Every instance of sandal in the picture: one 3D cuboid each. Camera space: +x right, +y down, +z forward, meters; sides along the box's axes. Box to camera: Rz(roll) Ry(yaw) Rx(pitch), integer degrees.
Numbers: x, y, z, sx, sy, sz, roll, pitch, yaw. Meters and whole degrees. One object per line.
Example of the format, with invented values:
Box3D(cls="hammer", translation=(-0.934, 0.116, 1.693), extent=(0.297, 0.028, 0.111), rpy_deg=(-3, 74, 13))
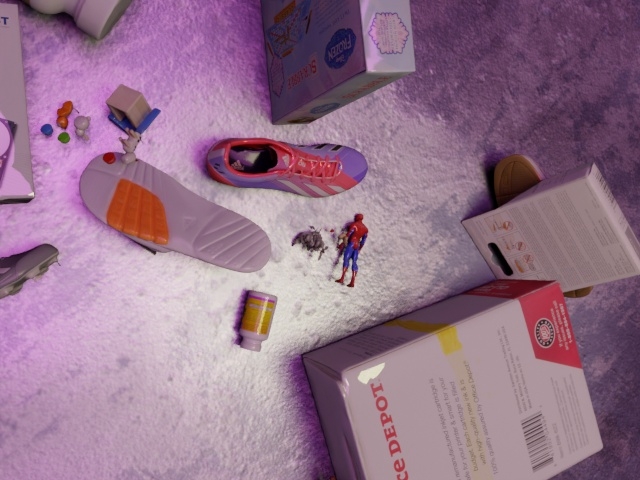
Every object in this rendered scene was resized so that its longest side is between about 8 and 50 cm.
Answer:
Box3D(cls="sandal", translation=(-0.196, -0.019, 0.850), extent=(0.265, 0.076, 0.101), rpy_deg=(28, 63, -4))

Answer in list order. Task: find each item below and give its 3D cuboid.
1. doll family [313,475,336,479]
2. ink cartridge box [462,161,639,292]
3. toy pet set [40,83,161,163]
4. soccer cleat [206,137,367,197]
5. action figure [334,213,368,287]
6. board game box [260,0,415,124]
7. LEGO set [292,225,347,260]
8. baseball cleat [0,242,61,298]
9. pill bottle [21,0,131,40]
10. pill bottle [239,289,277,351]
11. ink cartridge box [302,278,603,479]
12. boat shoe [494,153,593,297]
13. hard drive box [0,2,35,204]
Box3D(cls="doll family", translation=(0.022, 0.437, 0.919), extent=(0.076, 0.111, 0.192), rpy_deg=(-21, 97, -20))
Box3D(cls="ink cartridge box", translation=(0.370, -0.003, 1.022), extent=(0.181, 0.225, 0.056), rpy_deg=(56, 47, -12))
Box3D(cls="toy pet set", translation=(-0.275, -0.146, 0.839), extent=(0.122, 0.065, 0.114), rpy_deg=(26, 69, 20))
Box3D(cls="soccer cleat", translation=(-0.038, -0.107, 0.910), extent=(0.248, 0.095, 0.082), rpy_deg=(2, 89, -21))
Box3D(cls="action figure", translation=(0.049, 0.013, 0.979), extent=(0.038, 0.030, 0.115), rpy_deg=(22, 77, -25))
Box3D(cls="board game box", translation=(0.001, -0.331, 0.809), extent=(0.066, 0.319, 0.317), rpy_deg=(-6, 93, -22))
Box3D(cls="LEGO set", translation=(0.000, -0.003, 0.952), extent=(0.083, 0.023, 0.054), rpy_deg=(-26, 75, -11))
Box3D(cls="baseball cleat", translation=(-0.428, 0.043, 0.768), extent=(0.206, 0.072, 0.109), rpy_deg=(-37, 96, -22))
Box3D(cls="pill bottle", translation=(-0.347, -0.370, 0.760), extent=(0.265, 0.153, 0.153), rpy_deg=(33, 78, -17))
Box3D(cls="pill bottle", translation=(-0.091, 0.115, 0.914), extent=(0.043, 0.043, 0.083), rpy_deg=(16, 83, -21))
Box3D(cls="ink cartridge box", translation=(0.198, 0.245, 0.964), extent=(0.385, 0.160, 0.279), rpy_deg=(-18, 96, -21))
Box3D(cls="boat shoe", translation=(0.388, -0.036, 1.086), extent=(0.096, 0.098, 0.277), rpy_deg=(-42, 108, -38))
Box3D(cls="hard drive box", translation=(-0.443, -0.156, 0.743), extent=(0.181, 0.089, 0.232), rpy_deg=(-6, 92, -30))
